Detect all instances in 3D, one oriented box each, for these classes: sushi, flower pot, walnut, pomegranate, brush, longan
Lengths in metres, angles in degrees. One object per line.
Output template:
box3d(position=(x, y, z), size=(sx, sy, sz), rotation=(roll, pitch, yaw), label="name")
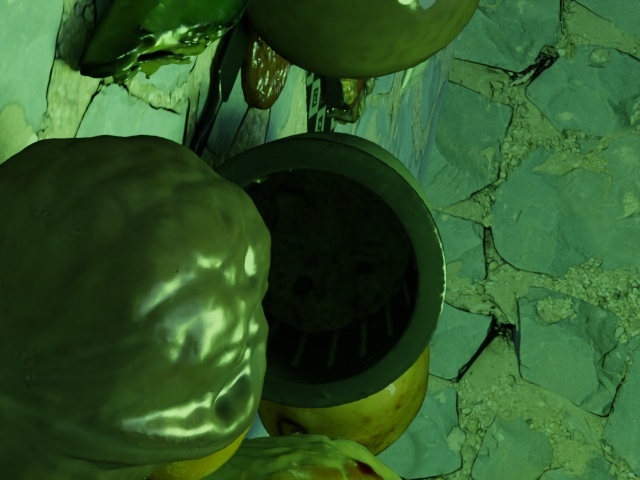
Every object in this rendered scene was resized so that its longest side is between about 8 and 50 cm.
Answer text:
box3d(position=(0.044, -0.270, 1.898), size=(0.292, 0.059, 0.294), rotation=(89, 17, -46), label="sushi")
box3d(position=(0.000, 0.000, 1.396), size=(0.330, 0.294, 0.293), rotation=(-69, 168, -75), label="flower pot")
box3d(position=(-0.151, 0.053, 0.773), size=(0.227, 0.273, 0.273), rotation=(65, 12, 2), label="walnut")
box3d(position=(0.022, 0.183, 1.715), size=(0.307, 0.307, 0.307), rotation=(11, 90, -79), label="pomegranate")
box3d(position=(-0.112, -0.164, 1.312), size=(0.063, 0.016, 0.193), rotation=(79, 24, -62), label="brush")
box3d(position=(0.048, -0.322, 1.306), size=(0.300, 0.300, 0.243), rotation=(89, -10, -49), label="longan")

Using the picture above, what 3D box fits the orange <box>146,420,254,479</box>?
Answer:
box3d(position=(-0.134, 0.162, 1.178), size=(0.159, 0.136, 0.159), rotation=(-11, 90, -76), label="orange")

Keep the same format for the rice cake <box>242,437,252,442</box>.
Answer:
box3d(position=(-0.112, 0.435, 1.802), size=(0.072, 0.056, 0.365), rotation=(-66, 163, -48), label="rice cake")

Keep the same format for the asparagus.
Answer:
box3d(position=(-0.102, -0.248, 1.053), size=(0.128, 0.108, 0.382), rotation=(88, 19, -54), label="asparagus")

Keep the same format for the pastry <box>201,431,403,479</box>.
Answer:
box3d(position=(-0.018, 0.419, 1.409), size=(0.388, 0.313, 0.388), rotation=(-7, 99, -51), label="pastry")

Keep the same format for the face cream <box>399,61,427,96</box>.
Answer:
box3d(position=(0.154, -0.309, 1.627), size=(0.114, 0.070, 0.224), rotation=(-43, 156, -63), label="face cream")

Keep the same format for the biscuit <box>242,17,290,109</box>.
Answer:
box3d(position=(-0.057, -0.252, 1.475), size=(0.188, 0.027, 0.187), rotation=(11, 90, -80), label="biscuit")
